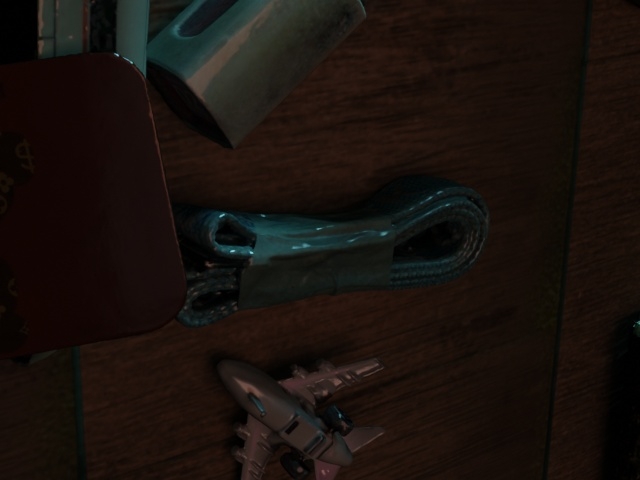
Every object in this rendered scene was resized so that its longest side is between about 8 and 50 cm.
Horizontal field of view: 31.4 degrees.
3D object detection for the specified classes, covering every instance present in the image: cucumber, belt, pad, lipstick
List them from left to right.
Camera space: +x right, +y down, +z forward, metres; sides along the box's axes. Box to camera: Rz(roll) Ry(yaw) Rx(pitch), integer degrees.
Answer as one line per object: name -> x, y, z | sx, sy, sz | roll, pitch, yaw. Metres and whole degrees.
pad -> -0.220, -0.006, 0.659 | 0.267, 0.004, 0.181 | -10, 112, -5
lipstick -> -0.004, -0.177, 0.772 | 0.253, 0.079, 0.077 | -45, 129, -11
belt -> 0.000, 0.000, 0.857 | 0.302, 0.072, 0.087 | -8, 117, -36
cucumber -> 0.356, 0.248, 1.207 | 0.096, 0.096, 0.359 | -17, 121, -30

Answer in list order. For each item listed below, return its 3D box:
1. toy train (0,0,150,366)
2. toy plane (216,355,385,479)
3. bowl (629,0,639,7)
toy train -> -0.151, -0.118, 0.690 | 0.088, 0.086, 0.407 | -9, 115, -36
toy plane -> -0.022, 0.142, 0.907 | 0.162, 0.065, 0.171 | -46, 134, 3
bowl -> 0.375, -0.345, 0.908 | 0.354, 0.185, 0.354 | -14, 117, -31
